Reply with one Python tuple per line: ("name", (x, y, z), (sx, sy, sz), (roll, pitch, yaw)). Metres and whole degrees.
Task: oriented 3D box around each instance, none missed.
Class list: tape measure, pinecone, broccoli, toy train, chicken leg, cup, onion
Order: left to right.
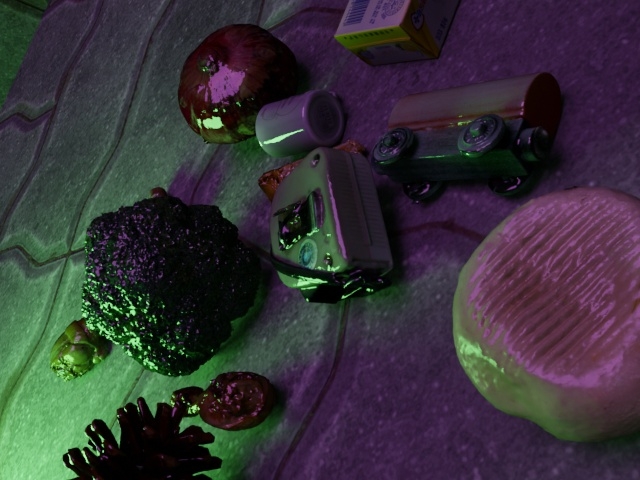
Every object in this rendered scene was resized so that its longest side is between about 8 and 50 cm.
("chicken leg", (-0.472, 0.197, 1.675), (0.228, 0.088, 0.103), (-46, 29, 8))
("pinecone", (-0.260, 0.349, 1.181), (0.264, 0.264, 0.264), (-27, 48, 35))
("broccoli", (-0.253, 0.073, 1.383), (0.275, 0.307, 0.308), (137, 157, -81))
("chicken leg", (-0.162, 0.253, 1.280), (0.251, 0.107, 0.087), (-17, 69, 53))
("onion", (-0.159, -0.297, 1.547), (0.246, 0.190, 0.246), (-18, 54, 26))
("cup", (-0.032, -0.218, 1.424), (0.133, 0.099, 0.136), (-6, 63, 47))
("tape measure", (0.000, 0.000, 1.209), (0.207, 0.115, 0.235), (-38, 53, 44))
("toy train", (0.196, -0.151, 1.125), (0.285, 0.116, 0.177), (0, 54, 49))

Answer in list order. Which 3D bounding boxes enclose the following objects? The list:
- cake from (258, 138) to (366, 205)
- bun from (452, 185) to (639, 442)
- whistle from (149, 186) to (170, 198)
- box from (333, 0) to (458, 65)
("cake", (-0.003, -0.087, 1.359), (0.185, 0.116, 0.080), (-21, 49, -2))
("bun", (0.263, 0.083, 0.852), (0.259, 0.160, 0.259), (-13, 60, 24))
("whistle", (-0.314, -0.045, 1.670), (0.107, 0.057, 0.220), (-63, 31, 19))
("box", (0.150, -0.431, 1.358), (0.168, 0.097, 0.265), (6, 72, 50))
